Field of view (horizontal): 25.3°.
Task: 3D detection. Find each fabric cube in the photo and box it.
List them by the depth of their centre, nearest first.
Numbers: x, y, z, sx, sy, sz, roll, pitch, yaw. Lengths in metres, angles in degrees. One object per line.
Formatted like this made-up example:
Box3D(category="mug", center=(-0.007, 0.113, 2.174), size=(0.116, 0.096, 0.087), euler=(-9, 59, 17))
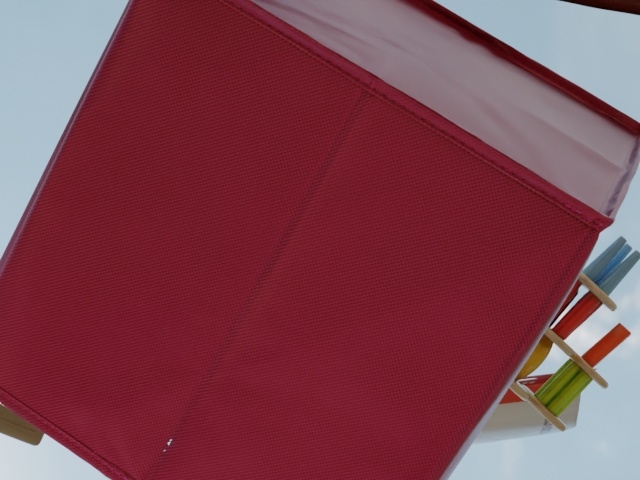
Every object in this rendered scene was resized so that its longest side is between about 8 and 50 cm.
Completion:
Box3D(category="fabric cube", center=(0.000, 0.000, 0.798), size=(0.258, 0.259, 0.254), euler=(-61, -9, 21))

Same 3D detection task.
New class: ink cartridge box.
Box3D(category="ink cartridge box", center=(0.173, 0.178, 1.458), size=(0.189, 0.232, 0.066), euler=(-7, -97, -3))

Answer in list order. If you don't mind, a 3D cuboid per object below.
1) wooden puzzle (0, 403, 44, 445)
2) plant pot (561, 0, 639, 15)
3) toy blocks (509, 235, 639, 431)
Box3D(category="wooden puzzle", center=(-0.235, 0.114, 1.096), size=(0.116, 0.014, 0.078), euler=(31, -89, -12))
Box3D(category="plant pot", center=(0.135, -0.263, 0.658), size=(0.267, 0.236, 0.267), euler=(-36, -29, -25))
Box3D(category="toy blocks", center=(0.214, 0.073, 1.155), size=(0.148, 0.054, 0.123), euler=(-46, -45, 4))
